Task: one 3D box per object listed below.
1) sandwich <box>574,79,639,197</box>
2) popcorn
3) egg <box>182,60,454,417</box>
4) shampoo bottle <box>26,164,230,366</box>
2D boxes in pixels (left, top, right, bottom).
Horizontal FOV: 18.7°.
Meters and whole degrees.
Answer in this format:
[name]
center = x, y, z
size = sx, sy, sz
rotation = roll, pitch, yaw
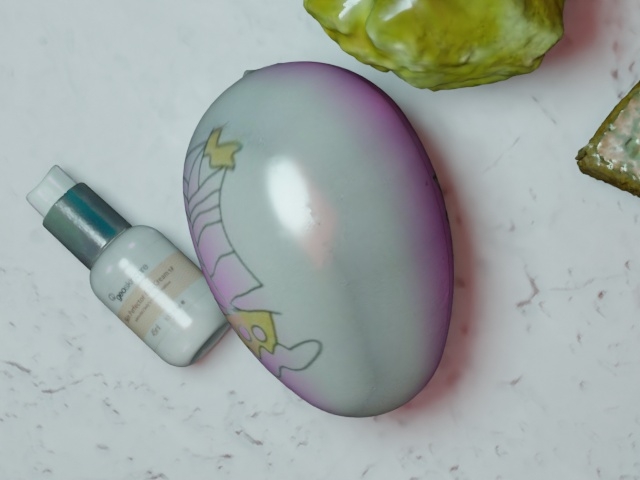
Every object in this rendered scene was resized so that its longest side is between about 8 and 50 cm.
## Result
[sandwich]
center = 0.370, -0.079, 1.445
size = 0.273, 0.095, 0.249
rotation = 36, 93, 8
[popcorn]
center = 0.098, -0.240, 1.421
size = 0.276, 0.225, 0.276
rotation = 1, 95, 10
[egg]
center = 0.000, 0.000, 1.460
size = 0.196, 0.196, 0.271
rotation = -6, 96, 10
[shampoo bottle]
center = -0.155, 0.015, 1.544
size = 0.192, 0.074, 0.074
rotation = 43, 97, 7
